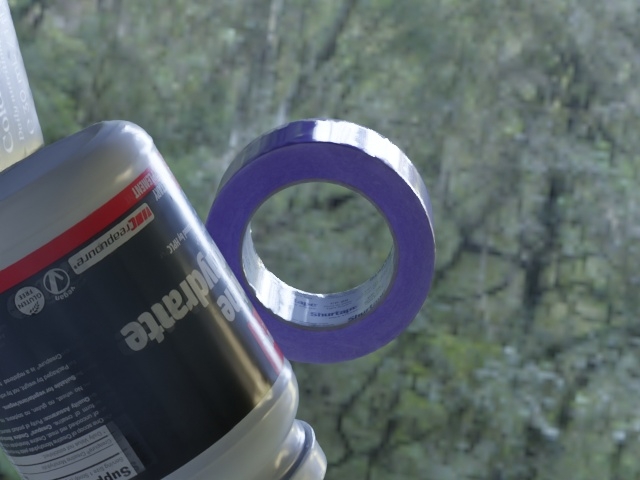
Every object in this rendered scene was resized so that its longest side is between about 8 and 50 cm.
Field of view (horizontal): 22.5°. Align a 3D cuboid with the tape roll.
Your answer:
[{"bbox_3d":[0.000,0.000,1.318,0.189,0.189,0.080,7,20,0],"label":"tape roll"}]

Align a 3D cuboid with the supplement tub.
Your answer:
[{"bbox_3d":[-0.134,0.077,1.054,0.191,0.272,0.191,-29,14,8],"label":"supplement tub"}]

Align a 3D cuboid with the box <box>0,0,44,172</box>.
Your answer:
[{"bbox_3d":[-0.499,-0.212,1.387,0.297,0.480,0.472,-6,20,15],"label":"box"}]
